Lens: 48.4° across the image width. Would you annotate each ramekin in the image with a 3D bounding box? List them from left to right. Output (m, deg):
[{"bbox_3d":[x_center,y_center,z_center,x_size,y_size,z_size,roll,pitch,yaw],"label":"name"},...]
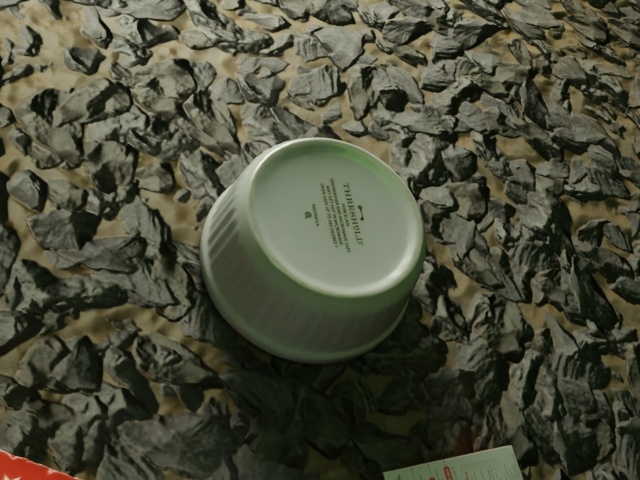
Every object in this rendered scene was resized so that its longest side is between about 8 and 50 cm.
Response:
[{"bbox_3d":[0.000,0.000,0.847,0.272,0.127,0.273,9,59,-15],"label":"ramekin"}]

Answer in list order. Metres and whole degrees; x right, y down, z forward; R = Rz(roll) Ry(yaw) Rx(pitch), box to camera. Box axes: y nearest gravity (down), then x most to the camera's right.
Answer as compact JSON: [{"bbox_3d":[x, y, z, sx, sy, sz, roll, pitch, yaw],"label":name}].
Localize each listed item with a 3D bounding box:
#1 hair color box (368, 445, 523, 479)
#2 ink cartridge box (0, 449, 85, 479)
[{"bbox_3d":[0.143,0.288,0.778,0.167,0.053,0.093,-3,64,-24],"label":"hair color box"},{"bbox_3d":[-0.163,0.327,0.567,0.384,0.091,0.308,23,38,-8],"label":"ink cartridge box"}]
